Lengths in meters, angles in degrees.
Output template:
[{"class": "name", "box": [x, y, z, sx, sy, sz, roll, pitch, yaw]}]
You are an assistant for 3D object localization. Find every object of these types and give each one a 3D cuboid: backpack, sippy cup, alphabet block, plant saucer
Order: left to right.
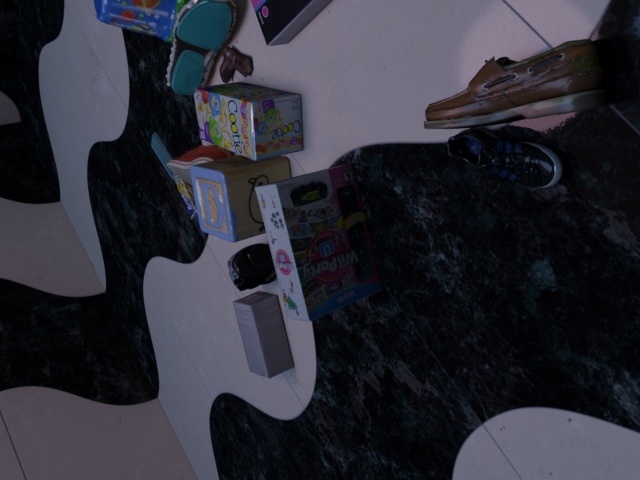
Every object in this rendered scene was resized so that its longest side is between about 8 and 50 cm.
[{"class": "sippy cup", "box": [-0.507, -0.683, 1.778, 0.305, 0.224, 0.240, -52, 47, 52]}, {"class": "plant saucer", "box": [-0.557, -0.299, 2.271, 0.192, 0.018, 0.067, 53, 143, 24]}, {"class": "alphabet block", "box": [-0.205, -0.120, 1.686, 0.193, 0.197, 0.192, 20, 122, 50]}, {"class": "backpack", "box": [-0.200, 0.077, 1.843, 0.182, 0.152, 0.115, 129, 123, -66]}]

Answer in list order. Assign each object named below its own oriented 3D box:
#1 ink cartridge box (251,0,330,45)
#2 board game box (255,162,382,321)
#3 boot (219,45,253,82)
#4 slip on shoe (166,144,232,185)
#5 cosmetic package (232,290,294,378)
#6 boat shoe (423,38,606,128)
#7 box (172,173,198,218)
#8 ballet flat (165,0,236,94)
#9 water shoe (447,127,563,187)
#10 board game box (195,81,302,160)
[{"class": "ink cartridge box", "box": [-0.037, -0.575, 1.347, 0.371, 0.069, 0.175, -21, 88, 54]}, {"class": "board game box", "box": [0.000, 0.000, 1.425, 0.098, 0.224, 0.303, -2, 104, 53]}, {"class": "boot", "box": [-0.222, -0.452, 1.699, 0.114, 0.037, 0.106, 37, 136, 34]}, {"class": "slip on shoe", "box": [-0.371, -0.236, 1.961, 0.123, 0.101, 0.331, 40, 158, -28]}, {"class": "cosmetic package", "box": [-0.174, 0.285, 1.929, 0.127, 0.107, 0.237, 4, 112, 54]}, {"class": "boat shoe", "box": [0.293, -0.238, 1.003, 0.307, 0.111, 0.104, -1, 101, 45]}, {"class": "box", "box": [-0.430, -0.160, 2.121, 0.059, 0.054, 0.168, -41, 71, 54]}, {"class": "ballet flat", "box": [-0.336, -0.560, 1.733, 0.409, 0.147, 0.146, -40, 72, 54]}, {"class": "water shoe", "box": [0.299, -0.131, 1.057, 0.203, 0.080, 0.072, 30, 130, 45]}, {"class": "board game box", "box": [-0.183, -0.309, 1.610, 0.275, 0.144, 0.142, 26, 126, 47]}]
